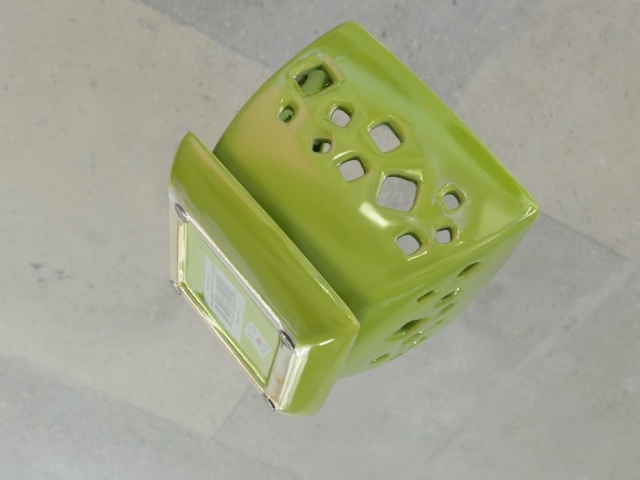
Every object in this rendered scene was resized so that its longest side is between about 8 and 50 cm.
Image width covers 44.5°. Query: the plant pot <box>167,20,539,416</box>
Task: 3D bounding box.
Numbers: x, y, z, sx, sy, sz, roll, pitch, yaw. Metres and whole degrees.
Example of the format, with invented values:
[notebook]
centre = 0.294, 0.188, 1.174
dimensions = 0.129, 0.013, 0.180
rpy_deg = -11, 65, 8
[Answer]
[plant pot]
centre = 0.000, 0.000, 0.648
dimensions = 0.227, 0.207, 0.228
rpy_deg = 48, 154, 16
